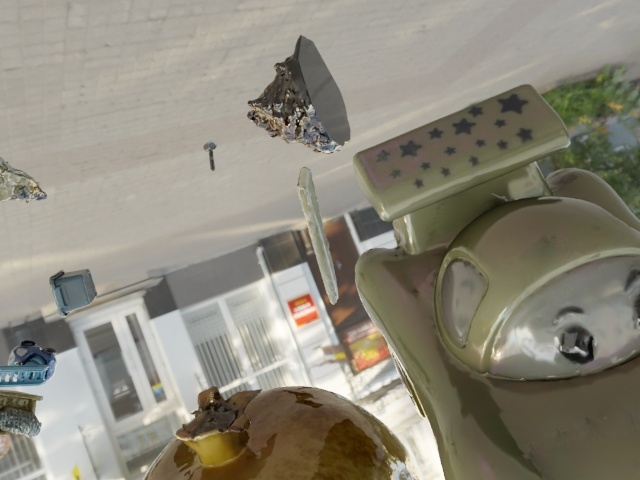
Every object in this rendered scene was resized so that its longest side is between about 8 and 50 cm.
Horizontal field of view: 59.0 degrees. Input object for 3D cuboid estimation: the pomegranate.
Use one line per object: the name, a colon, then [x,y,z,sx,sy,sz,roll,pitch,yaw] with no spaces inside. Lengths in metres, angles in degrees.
pomegranate: [-0.042,0.276,0.518,0.320,0.318,0.319,-21,176,-2]

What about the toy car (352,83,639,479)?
toy car: [0.166,0.060,0.380,0.242,0.226,0.336,-22,-149,-1]

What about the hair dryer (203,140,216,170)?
hair dryer: [-0.307,-0.236,1.593,0.026,0.083,0.047,-10,-177,-29]

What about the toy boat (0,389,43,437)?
toy boat: [-0.627,0.297,0.950,0.122,0.088,0.321,-3,167,39]

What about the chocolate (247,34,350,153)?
chocolate: [-0.063,-0.252,1.130,0.177,0.206,0.224,-19,133,23]

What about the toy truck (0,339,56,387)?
toy truck: [-0.443,0.191,0.840,0.073,0.056,0.090,16,-172,4]

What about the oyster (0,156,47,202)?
oyster: [-0.580,-0.115,0.950,0.129,0.078,0.345,-17,163,7]

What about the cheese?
cheese: [-0.002,0.001,1.373,0.034,0.085,0.400,-7,134,9]

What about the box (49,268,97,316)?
box: [-0.436,0.088,1.005,0.054,0.074,0.099,-13,-171,-11]
